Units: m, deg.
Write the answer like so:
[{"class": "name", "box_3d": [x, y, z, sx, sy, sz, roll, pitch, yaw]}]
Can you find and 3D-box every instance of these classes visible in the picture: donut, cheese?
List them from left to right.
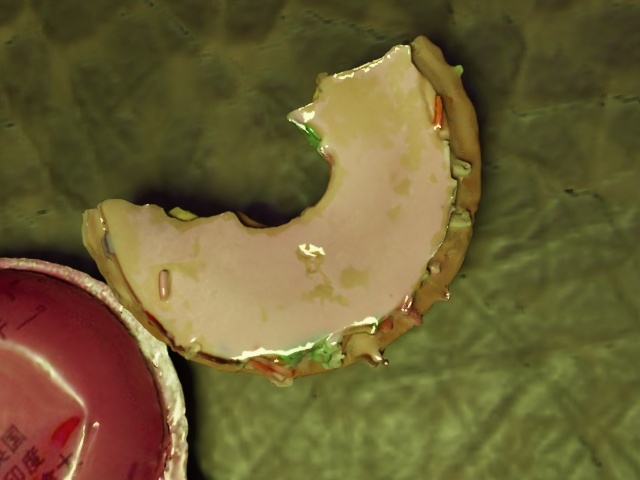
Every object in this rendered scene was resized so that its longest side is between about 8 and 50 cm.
[{"class": "cheese", "box_3d": [-0.103, 0.105, 0.578, 0.244, 0.062, 0.155, 42, 91, 9]}, {"class": "donut", "box_3d": [0.000, 0.000, 0.572, 0.166, 0.065, 0.117, -29, 80, 3]}]
